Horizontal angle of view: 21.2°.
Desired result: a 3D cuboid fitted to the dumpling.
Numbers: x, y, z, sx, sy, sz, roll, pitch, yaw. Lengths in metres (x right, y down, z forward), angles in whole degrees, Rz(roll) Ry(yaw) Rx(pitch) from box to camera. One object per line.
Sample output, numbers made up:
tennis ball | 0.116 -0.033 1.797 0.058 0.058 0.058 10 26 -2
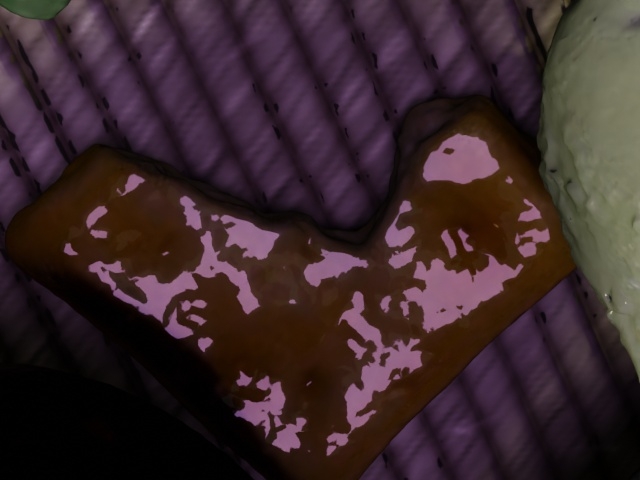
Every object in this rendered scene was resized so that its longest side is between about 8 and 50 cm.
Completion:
dumpling | 0.139 -0.044 0.635 0.108 0.153 0.219 11 108 19

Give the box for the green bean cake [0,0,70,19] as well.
green bean cake | -0.040 -0.223 0.502 0.300 0.169 0.308 14 122 -24

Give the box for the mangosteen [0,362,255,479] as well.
mangosteen | -0.113 0.206 0.603 0.307 0.307 0.347 -40 137 7

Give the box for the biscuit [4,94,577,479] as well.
biscuit | 0.000 0.000 0.664 0.183 0.039 0.174 -41 105 7

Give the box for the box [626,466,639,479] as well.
box | 0.148 0.150 0.670 0.201 0.090 0.144 -49 150 11
